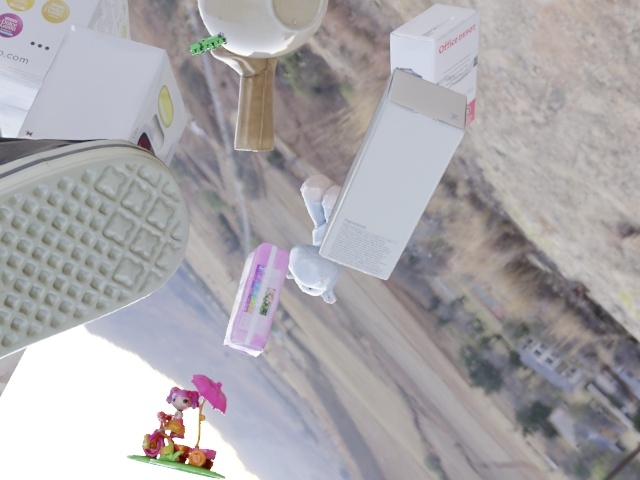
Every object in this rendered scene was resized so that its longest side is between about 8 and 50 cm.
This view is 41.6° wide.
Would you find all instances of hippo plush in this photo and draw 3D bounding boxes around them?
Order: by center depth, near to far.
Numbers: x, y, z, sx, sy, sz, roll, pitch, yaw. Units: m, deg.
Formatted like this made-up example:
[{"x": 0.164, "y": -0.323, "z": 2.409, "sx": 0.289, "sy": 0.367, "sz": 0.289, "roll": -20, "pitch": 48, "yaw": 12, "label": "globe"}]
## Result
[{"x": 0.000, "y": 0.000, "z": 1.997, "sx": 0.234, "sy": 0.237, "sz": 0.294, "roll": 39, "pitch": 176, "yaw": 10, "label": "hippo plush"}]

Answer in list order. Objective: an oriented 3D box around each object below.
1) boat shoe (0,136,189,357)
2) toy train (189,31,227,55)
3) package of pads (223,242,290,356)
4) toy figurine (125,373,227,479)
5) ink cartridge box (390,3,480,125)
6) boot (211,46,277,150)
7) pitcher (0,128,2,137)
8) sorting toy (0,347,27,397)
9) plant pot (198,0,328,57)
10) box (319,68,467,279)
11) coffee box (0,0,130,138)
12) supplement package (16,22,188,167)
[{"x": -0.338, "y": 0.030, "z": 0.598, "sx": 0.156, "sy": 0.500, "sz": 0.187, "roll": 17, "pitch": 120, "yaw": 49, "label": "boat shoe"}, {"x": -0.206, "y": -0.362, "z": 1.551, "sx": 0.017, "sy": 0.083, "sz": 0.024, "roll": -13, "pitch": -90, "yaw": -59, "label": "toy train"}, {"x": -0.050, "y": 0.047, "z": 0.664, "sx": 0.031, "sy": 0.083, "sz": 0.050, "roll": 17, "pitch": 163, "yaw": -8, "label": "package of pads"}, {"x": -0.224, "y": 0.303, "z": 1.410, "sx": 0.173, "sy": 0.159, "sz": 0.130, "roll": 7, "pitch": 160, "yaw": 15, "label": "toy figurine"}, {"x": 0.222, "y": -0.315, "z": 1.635, "sx": 0.100, "sy": 0.172, "sz": 0.237, "roll": 22, "pitch": 134, "yaw": 31, "label": "ink cartridge box"}, {"x": -0.186, "y": -0.356, "z": 2.090, "sx": 0.089, "sy": 0.236, "sz": 0.270, "roll": 17, "pitch": 107, "yaw": 39, "label": "boot"}, {"x": -0.448, "y": -0.066, "z": 1.044, "sx": 0.177, "sy": 0.207, "sz": 0.125, "roll": 12, "pitch": 177, "yaw": 15, "label": "pitcher"}, {"x": -0.587, "y": 0.144, "z": 1.268, "sx": 0.255, "sy": 0.257, "sz": 0.089, "roll": 20, "pitch": -141, "yaw": -25, "label": "sorting toy"}, {"x": -0.093, "y": -0.519, "z": 1.783, "sx": 0.191, "sy": 0.284, "sz": 0.284, "roll": 30, "pitch": 158, "yaw": 54, "label": "plant pot"}, {"x": 0.094, "y": -0.083, "z": 1.142, "sx": 0.113, "sy": 0.094, "sz": 0.275, "roll": 21, "pitch": 130, "yaw": -4, "label": "box"}, {"x": -0.599, "y": -0.413, "z": 1.690, "sx": 0.337, "sy": 0.335, "sz": 0.338, "roll": 18, "pitch": 161, "yaw": -4, "label": "coffee box"}, {"x": -0.307, "y": -0.167, "z": 1.234, "sx": 0.149, "sy": 0.194, "sz": 0.203, "roll": 17, "pitch": 162, "yaw": 6, "label": "supplement package"}]
